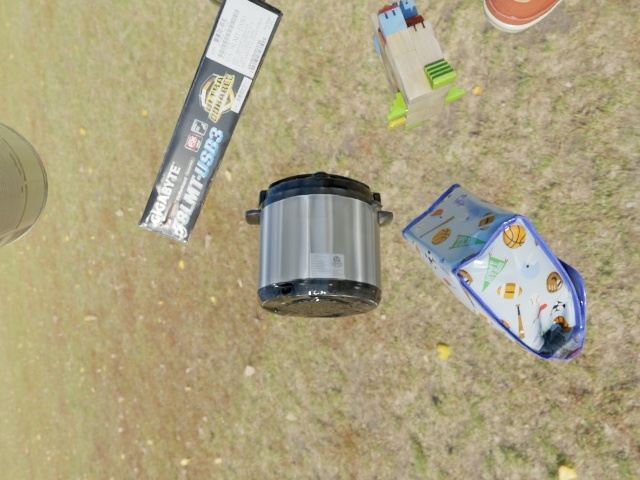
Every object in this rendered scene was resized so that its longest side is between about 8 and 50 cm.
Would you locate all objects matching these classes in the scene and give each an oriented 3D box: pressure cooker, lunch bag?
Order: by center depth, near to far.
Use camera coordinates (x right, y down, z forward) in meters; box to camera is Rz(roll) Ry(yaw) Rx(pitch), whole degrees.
[{"bbox_3d":[0.432,0.080,1.302,0.239,0.385,0.328,-41,20,5],"label":"lunch bag"},{"bbox_3d":[0.002,-0.002,1.601,0.375,0.370,0.420,-18,66,41],"label":"pressure cooker"}]

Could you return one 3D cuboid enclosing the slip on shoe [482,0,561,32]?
[{"bbox_3d":[0.348,-0.424,0.725,0.123,0.331,0.101,43,178,9],"label":"slip on shoe"}]

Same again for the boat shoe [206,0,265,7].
[{"bbox_3d":[-0.179,-0.438,0.875,0.103,0.302,0.113,31,95,6],"label":"boat shoe"}]

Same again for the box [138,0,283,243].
[{"bbox_3d":[-0.148,-0.177,0.749,0.293,0.073,0.295,-62,16,13],"label":"box"}]

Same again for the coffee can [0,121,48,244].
[{"bbox_3d":[-0.477,-0.064,0.677,0.275,0.201,0.201,-149,58,-74],"label":"coffee can"}]

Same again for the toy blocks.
[{"bbox_3d":[0.201,-0.428,1.271,0.381,0.191,0.261,-3,-108,-83],"label":"toy blocks"}]
